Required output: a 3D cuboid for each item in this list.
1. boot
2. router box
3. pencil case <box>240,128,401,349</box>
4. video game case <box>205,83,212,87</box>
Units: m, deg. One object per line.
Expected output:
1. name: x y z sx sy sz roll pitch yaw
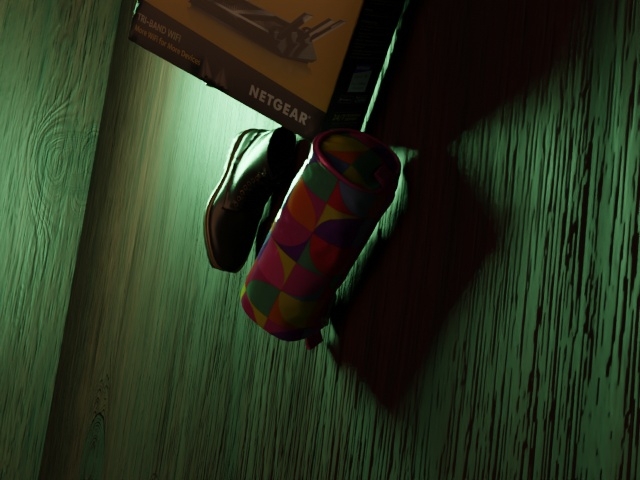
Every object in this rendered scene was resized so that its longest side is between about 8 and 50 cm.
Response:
1. boot: -0.091 -0.057 1.472 0.137 0.076 0.198 -3 78 65
2. router box: -0.057 -0.277 1.236 0.309 0.081 0.243 31 113 30
3. pencil case: 0.000 0.000 1.146 0.104 0.104 0.236 -99 26 -46
4. video game case: -0.135 -0.395 1.829 0.210 0.041 0.232 127 149 -49
